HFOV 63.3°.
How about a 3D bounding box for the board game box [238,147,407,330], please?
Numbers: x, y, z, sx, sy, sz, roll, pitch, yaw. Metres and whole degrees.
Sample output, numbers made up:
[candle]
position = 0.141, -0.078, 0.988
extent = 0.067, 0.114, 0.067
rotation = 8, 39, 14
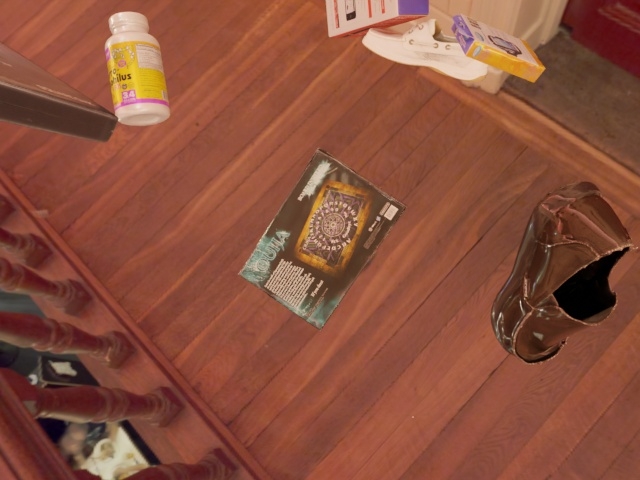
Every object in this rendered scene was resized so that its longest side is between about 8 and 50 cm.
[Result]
[board game box]
position = 0.000, 0.000, 0.629
extent = 0.126, 0.026, 0.186
rotation = 35, 104, 3

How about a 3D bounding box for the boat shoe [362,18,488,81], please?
[boat shoe]
position = 0.226, -0.421, 1.099
extent = 0.277, 0.096, 0.098
rotation = 20, 39, 13

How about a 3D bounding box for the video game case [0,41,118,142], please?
[video game case]
position = -0.278, -0.143, 0.287
extent = 0.274, 0.196, 0.026
rotation = 33, 99, 10

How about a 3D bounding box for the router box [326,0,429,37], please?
[router box]
position = 0.108, -0.639, 1.135
extent = 0.082, 0.301, 0.335
rotation = -12, 107, -25

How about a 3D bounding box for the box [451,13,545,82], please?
[box]
position = 0.244, -0.275, 0.736
extent = 0.136, 0.028, 0.081
rotation = 12, 45, -18

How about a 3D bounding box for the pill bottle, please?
[pill bottle]
position = -0.151, -0.140, 0.426
extent = 0.044, 0.043, 0.083
rotation = -10, 89, 7

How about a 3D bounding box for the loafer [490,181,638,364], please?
[loafer]
position = 0.212, 0.053, 0.465
extent = 0.080, 0.220, 0.078
rotation = -18, 46, -8
